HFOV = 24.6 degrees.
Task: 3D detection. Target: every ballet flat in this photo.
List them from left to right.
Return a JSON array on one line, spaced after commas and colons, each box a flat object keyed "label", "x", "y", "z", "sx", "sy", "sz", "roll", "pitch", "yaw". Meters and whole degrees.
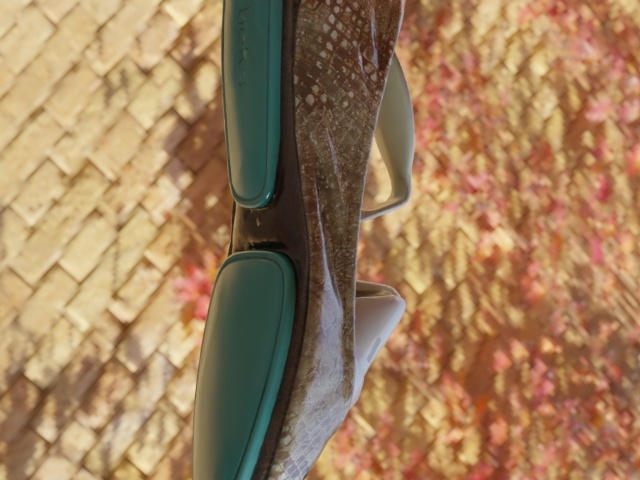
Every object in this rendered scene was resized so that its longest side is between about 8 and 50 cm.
[{"label": "ballet flat", "x": 0.000, "y": 0.000, "z": 0.491, "sx": 0.073, "sy": 0.067, "sz": 0.206, "roll": 14, "pitch": -81, "yaw": 61}]
